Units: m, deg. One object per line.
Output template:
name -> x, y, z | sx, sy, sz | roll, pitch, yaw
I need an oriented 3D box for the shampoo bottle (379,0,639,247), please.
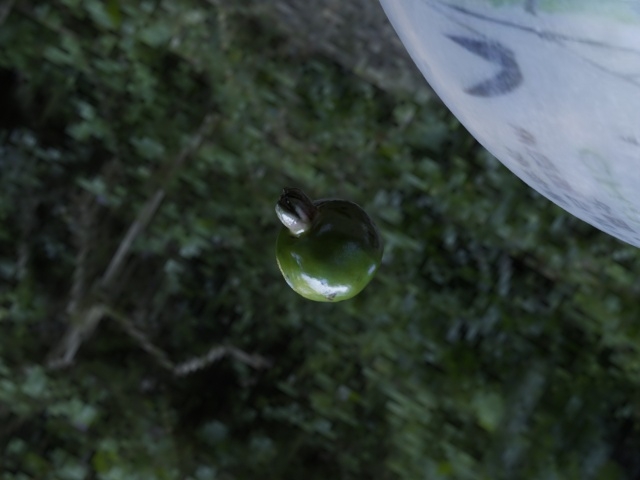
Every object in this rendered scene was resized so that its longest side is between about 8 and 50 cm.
shampoo bottle -> 0.155, -0.115, 0.408 | 0.273, 0.273, 0.266 | 23, 177, -40

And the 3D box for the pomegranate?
pomegranate -> 0.000, -0.001, 1.155 | 0.084, 0.073, 0.073 | 48, -173, -7
